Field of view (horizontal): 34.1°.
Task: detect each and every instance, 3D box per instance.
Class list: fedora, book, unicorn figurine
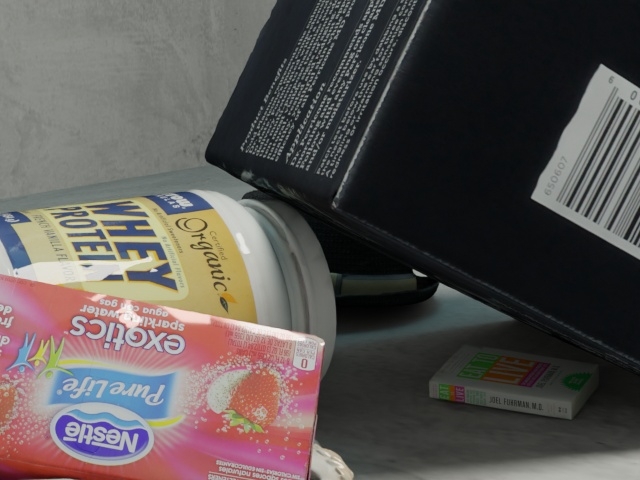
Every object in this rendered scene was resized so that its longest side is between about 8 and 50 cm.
[{"bbox_3d":[0.000,0.000,1.439,0.334,0.153,0.334,3,3,0],"label":"fedora"},{"bbox_3d":[0.192,0.143,1.036,0.144,0.035,0.096,5,16,29],"label":"book"},{"bbox_3d":[-0.027,0.174,0.808,0.111,0.060,0.162,5,7,5],"label":"unicorn figurine"}]

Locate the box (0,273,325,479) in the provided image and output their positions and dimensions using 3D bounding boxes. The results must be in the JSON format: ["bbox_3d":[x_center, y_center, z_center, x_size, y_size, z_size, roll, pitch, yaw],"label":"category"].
[{"bbox_3d":[-0.137,0.118,0.690,0.256,0.123,0.128,12,-32,-6],"label":"box"}]

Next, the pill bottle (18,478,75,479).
[{"bbox_3d":[-0.251,0.190,0.582,0.229,0.131,0.131,-2,10,0],"label":"pill bottle"}]

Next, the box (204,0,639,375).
[{"bbox_3d":[0.194,-0.086,1.042,0.479,0.297,0.472,26,1,-20],"label":"box"}]

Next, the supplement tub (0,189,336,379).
[{"bbox_3d":[-0.167,0.075,0.935,0.316,0.228,0.228,-9,12,-32],"label":"supplement tub"}]
